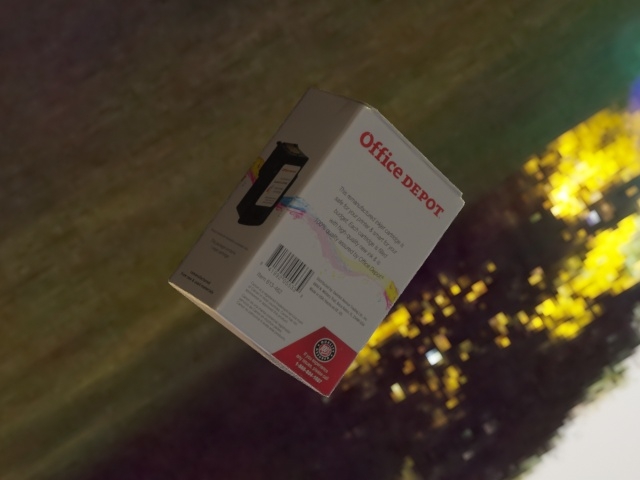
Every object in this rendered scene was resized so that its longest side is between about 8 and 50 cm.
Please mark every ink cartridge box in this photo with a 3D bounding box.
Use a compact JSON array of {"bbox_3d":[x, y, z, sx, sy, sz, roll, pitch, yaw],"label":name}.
[{"bbox_3d":[0.000,0.000,1.067,0.175,0.127,0.072,-54,-143,-7],"label":"ink cartridge box"}]
